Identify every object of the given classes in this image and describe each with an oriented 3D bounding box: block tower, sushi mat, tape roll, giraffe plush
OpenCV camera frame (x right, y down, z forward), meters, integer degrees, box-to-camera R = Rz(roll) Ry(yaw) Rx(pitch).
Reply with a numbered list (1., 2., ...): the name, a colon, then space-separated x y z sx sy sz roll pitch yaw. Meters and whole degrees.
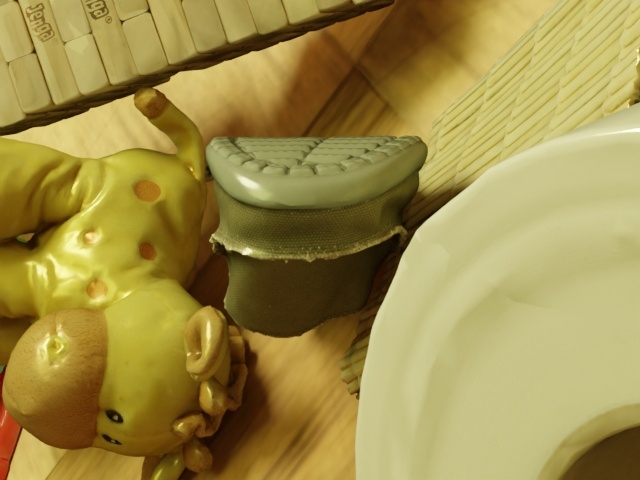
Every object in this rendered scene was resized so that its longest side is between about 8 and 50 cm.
1. block tower: -0.108 -0.124 0.985 0.335 0.091 0.097 -19 91 18
2. sushi mat: 0.071 -0.027 0.739 0.316 0.019 0.151 135 157 -73
3. tape roll: 0.137 0.095 0.464 0.286 0.100 0.286 27 127 42
4. giraffe plush: -0.111 0.045 0.959 0.210 0.181 0.170 -19 54 -1

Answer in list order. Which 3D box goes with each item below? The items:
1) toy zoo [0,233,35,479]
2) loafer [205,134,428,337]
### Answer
1. toy zoo: -0.263 0.097 1.058 0.030 0.192 0.293 -9 60 51
2. loafer: 0.000 0.000 0.821 0.251 0.094 0.087 2 -92 -87
